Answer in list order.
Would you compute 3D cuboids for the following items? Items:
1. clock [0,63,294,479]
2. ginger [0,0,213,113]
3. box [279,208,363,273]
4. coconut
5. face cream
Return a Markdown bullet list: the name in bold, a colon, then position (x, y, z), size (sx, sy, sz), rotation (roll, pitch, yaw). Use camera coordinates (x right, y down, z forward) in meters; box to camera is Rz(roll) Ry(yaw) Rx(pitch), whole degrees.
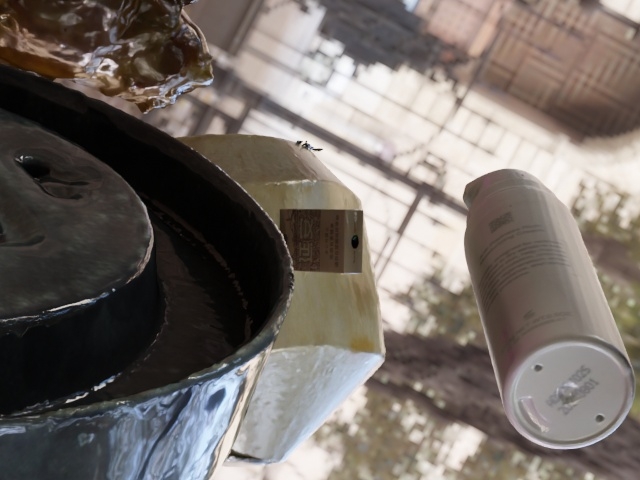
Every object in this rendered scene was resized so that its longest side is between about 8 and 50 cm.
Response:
- **clock**: position (-0.204, 0.003, 0.631), size (0.386, 0.386, 0.076), rotation (-65, 172, -68)
- **ginger**: position (-0.244, -0.165, 0.970), size (0.152, 0.357, 0.274), rotation (-147, -119, -75)
- **box**: position (0.000, 0.000, 1.266), size (0.083, 0.024, 0.053), rotation (0, -90, 47)
- **coconut**: position (-0.089, 0.064, 1.434), size (0.323, 0.323, 0.323), rotation (-62, -179, 2)
- **face cream**: position (0.173, 0.036, 1.239), size (0.102, 0.102, 0.345), rotation (-62, -168, 23)
